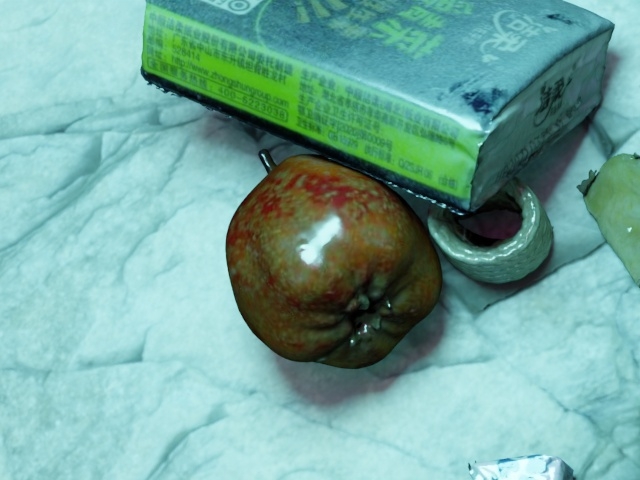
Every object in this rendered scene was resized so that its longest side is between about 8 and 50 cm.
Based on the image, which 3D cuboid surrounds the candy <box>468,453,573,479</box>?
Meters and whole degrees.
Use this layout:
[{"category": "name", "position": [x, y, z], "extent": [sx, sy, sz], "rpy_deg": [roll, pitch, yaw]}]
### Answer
[{"category": "candy", "position": [0.185, 0.283, 1.806], "extent": [0.092, 0.073, 0.160], "rpy_deg": [-2, 69, 18]}]

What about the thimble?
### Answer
[{"category": "thimble", "position": [0.169, -0.013, 1.917], "extent": [0.115, 0.090, 0.102], "rpy_deg": [24, 82, 22]}]

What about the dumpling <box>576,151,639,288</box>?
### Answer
[{"category": "dumpling", "position": [0.384, 0.030, 1.835], "extent": [0.166, 0.086, 0.332], "rpy_deg": [-47, 59, 33]}]

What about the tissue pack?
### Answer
[{"category": "tissue pack", "position": [0.057, -0.192, 1.927], "extent": [0.394, 0.124, 0.288], "rpy_deg": [23, 39, 24]}]

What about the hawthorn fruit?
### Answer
[{"category": "hawthorn fruit", "position": [0.000, 0.000, 1.901], "extent": [0.208, 0.208, 0.248], "rpy_deg": [-31, 52, 4]}]
